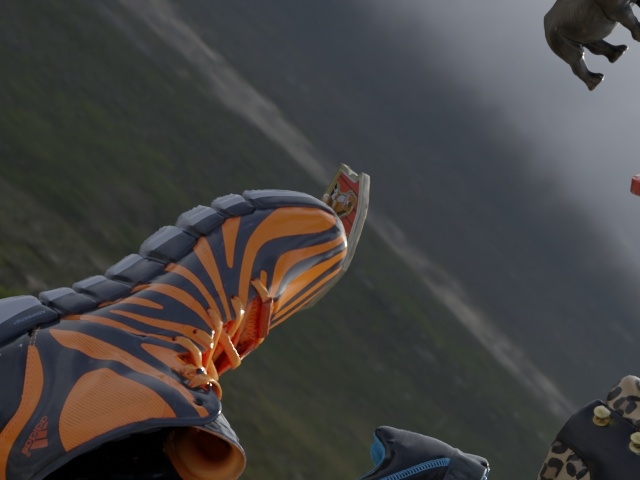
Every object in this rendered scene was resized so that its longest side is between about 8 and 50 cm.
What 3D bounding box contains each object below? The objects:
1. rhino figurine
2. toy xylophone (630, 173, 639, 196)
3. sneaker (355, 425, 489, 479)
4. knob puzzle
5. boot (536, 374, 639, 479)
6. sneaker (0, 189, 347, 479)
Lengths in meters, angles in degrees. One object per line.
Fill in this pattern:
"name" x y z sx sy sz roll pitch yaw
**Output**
"rhino figurine" 0.346 -0.283 1.667 0.106 0.073 0.243 39 -39 0
"toy xylophone" 0.387 -0.063 1.102 0.236 0.081 0.323 9 14 27
"sneaker" 0.052 0.343 1.521 0.140 0.341 0.125 26 -42 12
"knob puzzle" 0.000 0.000 1.717 0.030 0.213 0.213 27 10 -18
"boot" 0.339 0.198 1.143 0.138 0.377 0.284 12 20 -44
"sneaker" -0.077 0.084 0.932 0.180 0.321 0.124 36 -39 39
